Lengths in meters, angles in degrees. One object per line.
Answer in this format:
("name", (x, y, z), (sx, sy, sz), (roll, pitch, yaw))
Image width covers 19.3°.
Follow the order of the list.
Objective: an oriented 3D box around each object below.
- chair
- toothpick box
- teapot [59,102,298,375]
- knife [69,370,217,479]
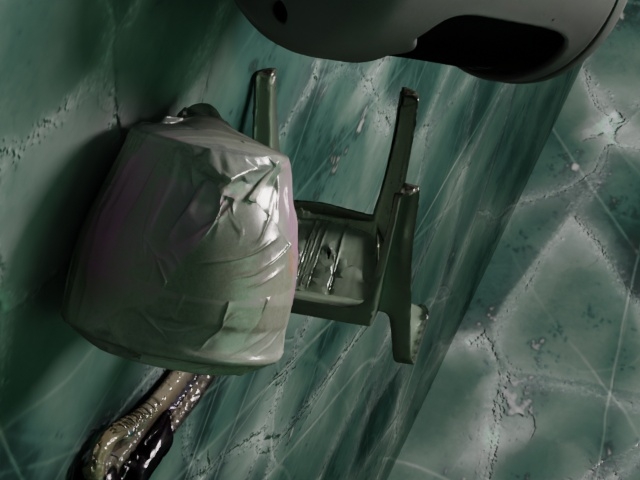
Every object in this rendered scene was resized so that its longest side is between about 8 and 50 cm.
("chair", (0.000, 0.000, 1.639), (0.190, 0.203, 0.274), (-69, 168, -50))
("toothpick box", (0.064, -0.238, 1.365), (0.316, 0.229, 0.229), (1, 114, -45))
("teapot", (-0.083, -0.004, 1.380), (0.221, 0.163, 0.178), (-13, 117, -73))
("knife", (-0.122, 0.133, 1.702), (0.365, 0.043, 0.089), (-50, 159, -53))
